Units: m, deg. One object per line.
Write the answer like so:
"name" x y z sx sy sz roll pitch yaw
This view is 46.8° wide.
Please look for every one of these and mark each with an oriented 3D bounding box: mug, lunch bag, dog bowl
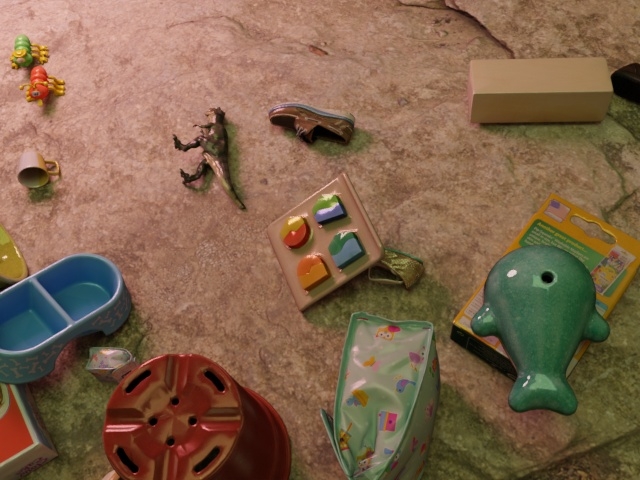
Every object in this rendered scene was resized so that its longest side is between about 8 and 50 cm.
"mug" -0.601 -0.151 1.558 0.062 0.078 0.064 -39 50 21
"lunch bag" 0.097 0.276 1.152 0.160 0.223 0.262 7 64 16
"dog bowl" -0.478 0.127 1.322 0.166 0.074 0.297 42 52 19
"lunch bag" -0.363 0.224 1.313 0.083 0.071 0.053 0 60 5

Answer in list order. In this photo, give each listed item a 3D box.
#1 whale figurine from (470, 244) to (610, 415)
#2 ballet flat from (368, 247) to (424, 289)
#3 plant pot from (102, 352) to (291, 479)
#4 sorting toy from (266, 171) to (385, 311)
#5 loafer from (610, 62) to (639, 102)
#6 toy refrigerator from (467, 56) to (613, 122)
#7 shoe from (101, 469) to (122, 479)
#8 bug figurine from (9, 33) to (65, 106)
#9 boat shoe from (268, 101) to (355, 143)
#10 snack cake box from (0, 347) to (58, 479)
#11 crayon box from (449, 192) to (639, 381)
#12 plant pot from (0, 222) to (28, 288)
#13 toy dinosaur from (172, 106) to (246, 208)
"whale figurine" 0.347 0.131 1.157 0.216 0.141 0.272 4 63 8
"ballet flat" 0.088 0.036 1.372 0.206 0.073 0.067 20 73 18
"plant pot" -0.196 0.310 1.139 0.272 0.265 0.272 -3 61 5
"sorting toy" 0.000 0.000 1.361 0.208 0.038 0.193 -36 60 21
"loafer" 0.700 -0.304 1.487 0.220 0.080 0.078 34 70 21
"toy refrigerator" 0.441 -0.303 1.509 0.270 0.094 0.102 0 55 5
"shoe" -0.392 0.459 1.185 0.058 0.076 0.219 28 70 14
"bug figurine" -0.731 -0.370 1.673 0.279 0.072 0.216 -14 61 -1
"boat shoe" -0.023 -0.240 1.534 0.183 0.066 0.066 6 64 9
"snack cake box" -0.586 0.295 1.288 0.152 0.089 0.264 -29 63 -12
"crayon box" 0.403 0.095 1.299 0.203 0.083 0.323 34 70 21
"plant pot" -0.738 0.046 1.360 0.254 0.276 0.276 -38 64 -2
"toy dinosaur" -0.237 -0.176 1.527 0.118 0.064 0.268 -11 64 -8
